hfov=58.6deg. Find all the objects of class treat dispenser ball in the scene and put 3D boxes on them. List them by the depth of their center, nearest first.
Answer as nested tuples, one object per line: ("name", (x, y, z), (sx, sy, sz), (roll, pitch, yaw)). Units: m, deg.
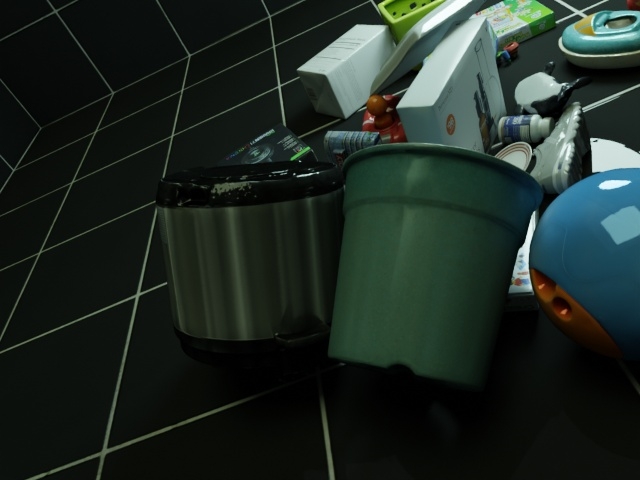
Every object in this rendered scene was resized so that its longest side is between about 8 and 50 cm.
("treat dispenser ball", (0.463, 0.035, 0.853), (0.289, 0.288, 0.288), (-18, 37, 15))

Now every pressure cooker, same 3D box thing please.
("pressure cooker", (-0.122, 0.063, 1.128), (0.376, 0.419, 0.370), (-1, 13, 17))

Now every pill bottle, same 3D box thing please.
("pill bottle", (0.500, -0.271, 1.387), (0.120, 0.067, 0.067), (5, 48, 38))

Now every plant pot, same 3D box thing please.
("plant pot", (0.167, 0.061, 0.951), (0.342, 0.341, 0.333), (4, 74, 37))
("plant pot", (0.346, -0.715, 1.911), (0.227, 0.207, 0.228), (-23, 36, 8))

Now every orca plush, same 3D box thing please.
("orca plush", (0.578, -0.354, 1.398), (0.151, 0.102, 0.287), (-65, 10, -2))

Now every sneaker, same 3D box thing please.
("sneaker", (0.523, -0.211, 1.269), (0.115, 0.105, 0.281), (-4, 40, 39))

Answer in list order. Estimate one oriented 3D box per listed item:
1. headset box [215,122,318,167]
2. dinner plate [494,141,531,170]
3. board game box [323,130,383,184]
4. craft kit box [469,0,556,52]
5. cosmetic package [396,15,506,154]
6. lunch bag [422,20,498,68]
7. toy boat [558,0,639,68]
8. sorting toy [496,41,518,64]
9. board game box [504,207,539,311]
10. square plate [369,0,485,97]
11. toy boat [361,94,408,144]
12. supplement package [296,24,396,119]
("headset box", (-0.143, -0.190, 1.668), (0.247, 0.131, 0.283), (-33, 37, -4))
("dinner plate", (0.429, -0.164, 1.312), (0.141, 0.017, 0.141), (-46, 22, 25))
("board game box", (0.077, -0.181, 1.441), (0.194, 0.194, 0.060), (7, 50, 33))
("craft kit box", (0.593, -0.702, 1.862), (0.250, 0.060, 0.246), (-23, 39, 9))
("cosmetic package", (0.328, -0.310, 1.366), (0.098, 0.284, 0.377), (3, 47, 37))
("lunch bag", (0.422, -0.557, 1.735), (0.219, 0.090, 0.175), (-12, 56, 34))
("toy boat", (0.785, -0.581, 1.502), (0.268, 0.148, 0.318), (16, 55, 44))
("sorting toy", (0.557, -0.555, 1.724), (0.102, 0.042, 0.061), (-32, 19, 16))
("board game box", (0.339, 0.016, 1.159), (0.193, 0.053, 0.305), (-8, 41, 28))
("square plate", (0.295, -0.550, 1.519), (0.347, 0.049, 0.344), (-40, 2, -18))
("toy boat", (0.177, -0.348, 1.626), (0.151, 0.151, 0.231), (-13, 39, 21))
("supplement package", (0.104, -0.573, 1.925), (0.293, 0.177, 0.175), (-41, 37, -17))
